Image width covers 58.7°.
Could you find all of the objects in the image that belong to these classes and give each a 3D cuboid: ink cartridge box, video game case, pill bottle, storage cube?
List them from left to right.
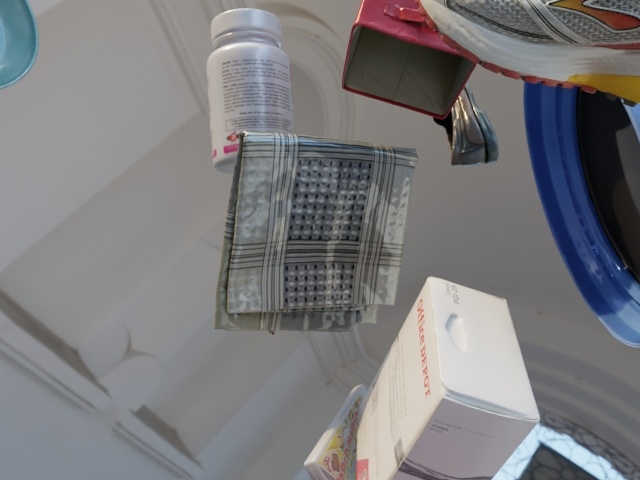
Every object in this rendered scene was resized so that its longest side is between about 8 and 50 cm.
[{"bbox_3d":[-0.134,-0.278,1.091,0.160,0.161,0.282,170,-83,-65],"label":"pill bottle"},{"bbox_3d":[0.080,0.363,0.882,0.026,0.227,0.206,-32,-89,27],"label":"video game case"},{"bbox_3d":[0.151,-0.335,0.882,0.184,0.193,0.215,17,-13,1],"label":"storage cube"},{"bbox_3d":[0.143,0.222,0.729,0.117,0.207,0.283,17,-56,-5],"label":"ink cartridge box"}]

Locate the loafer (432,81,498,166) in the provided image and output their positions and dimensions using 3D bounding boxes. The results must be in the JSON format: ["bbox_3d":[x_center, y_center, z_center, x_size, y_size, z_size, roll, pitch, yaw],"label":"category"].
[{"bbox_3d":[0.246,-0.235,1.053,0.096,0.084,0.267,71,5,-46],"label":"loafer"}]

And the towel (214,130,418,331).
[{"bbox_3d":[0.000,0.000,0.904,0.056,0.312,0.324,35,-61,58],"label":"towel"}]

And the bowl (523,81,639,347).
[{"bbox_3d":[0.353,-0.071,0.690,0.391,0.077,0.390,-16,90,-82],"label":"bowl"}]

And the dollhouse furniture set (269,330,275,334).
[{"bbox_3d":[-0.049,0.096,1.192,0.183,0.129,0.128,-53,125,-80],"label":"dollhouse furniture set"}]

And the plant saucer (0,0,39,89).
[{"bbox_3d":[-0.243,-0.146,0.360,0.021,0.119,0.119,-19,-61,35],"label":"plant saucer"}]

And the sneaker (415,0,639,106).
[{"bbox_3d":[0.171,-0.147,0.360,0.225,0.088,0.092,15,-59,10],"label":"sneaker"}]
